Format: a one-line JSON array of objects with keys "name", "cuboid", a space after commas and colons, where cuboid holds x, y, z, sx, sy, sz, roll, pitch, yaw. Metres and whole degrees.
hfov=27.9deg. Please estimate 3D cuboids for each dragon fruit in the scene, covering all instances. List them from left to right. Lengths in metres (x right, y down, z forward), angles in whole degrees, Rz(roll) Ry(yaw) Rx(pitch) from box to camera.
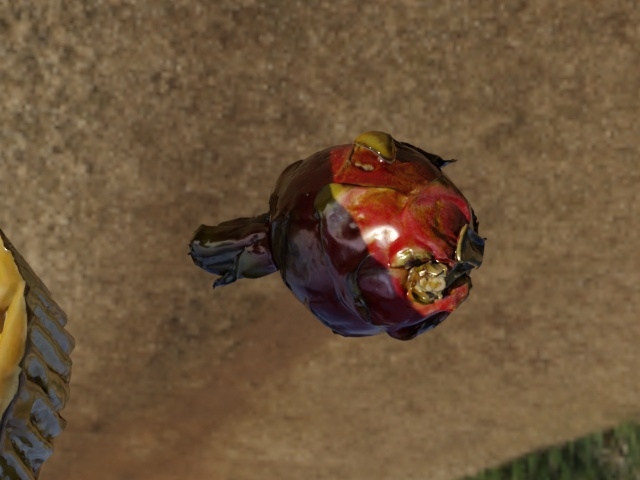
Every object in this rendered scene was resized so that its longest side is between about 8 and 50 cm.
[{"name": "dragon fruit", "cuboid": [0.000, 0.000, 0.828, 0.246, 0.125, 0.125, -9, -162, 42]}]

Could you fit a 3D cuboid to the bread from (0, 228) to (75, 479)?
[{"name": "bread", "cuboid": [-0.268, 0.058, 0.631, 0.288, 0.204, 0.156, 11, 157, 1]}]
